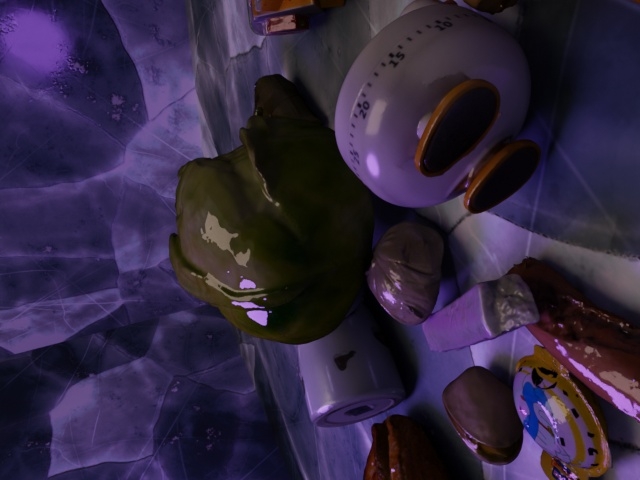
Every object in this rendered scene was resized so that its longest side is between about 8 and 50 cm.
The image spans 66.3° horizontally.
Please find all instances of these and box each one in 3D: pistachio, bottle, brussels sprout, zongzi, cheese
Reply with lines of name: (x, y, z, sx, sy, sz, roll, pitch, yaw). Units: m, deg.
pistachio: (0.238, 0.252, 0.709, 0.149, 0.113, 0.113, -77, -17, -70)
bottle: (0.036, 0.209, 1.092, 0.229, 0.229, 0.351, 109, 151, -55)
brussels sprout: (-0.083, 0.005, 0.891, 0.361, 0.343, 0.425, 59, 142, 43)
zongzi: (-0.093, -0.262, 1.264, 0.274, 0.125, 0.250, 94, 153, -52)
cheese: (0.301, 0.246, 0.610, 0.156, 0.064, 0.250, -139, 29, -69)

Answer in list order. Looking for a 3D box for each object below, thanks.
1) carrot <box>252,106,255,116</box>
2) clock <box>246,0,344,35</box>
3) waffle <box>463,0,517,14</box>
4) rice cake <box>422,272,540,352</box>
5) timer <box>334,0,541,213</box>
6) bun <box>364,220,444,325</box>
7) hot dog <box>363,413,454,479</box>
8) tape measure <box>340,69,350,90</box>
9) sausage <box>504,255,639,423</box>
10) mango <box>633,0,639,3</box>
carrot: (-0.181, -0.256, 1.568, 0.074, 0.074, 0.358, -149, 50, -63)
clock: (-0.051, -0.527, 0.931, 0.309, 0.166, 0.235, -132, 34, -66)
waffle: (0.159, -0.434, 0.532, 0.224, 0.098, 0.327, 108, 141, -57)
rice cake: (0.201, 0.115, 0.679, 0.365, 0.056, 0.072, 87, 170, -75)
timer: (0.124, -0.165, 0.589, 0.240, 0.234, 0.233, 55, 150, 39)
bun: (0.130, 0.049, 0.794, 0.173, 0.113, 0.166, 99, -176, -86)
hot dog: (0.187, 0.522, 0.918, 0.267, 0.174, 0.387, 96, 151, -46)
tape measure: (0.100, -0.203, 0.809, 0.178, 0.105, 0.196, 99, 150, -46)
sausage: (0.301, 0.118, 0.499, 0.326, 0.087, 0.079, 49, 159, 52)
mango: (0.262, -0.243, 0.389, 0.184, 0.085, 0.102, 61, 156, 23)
